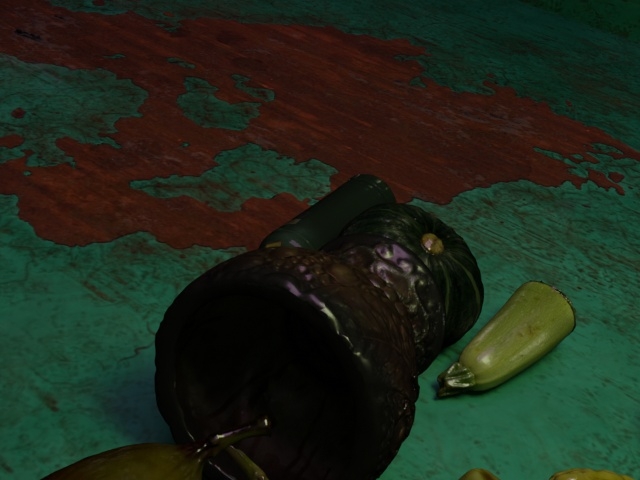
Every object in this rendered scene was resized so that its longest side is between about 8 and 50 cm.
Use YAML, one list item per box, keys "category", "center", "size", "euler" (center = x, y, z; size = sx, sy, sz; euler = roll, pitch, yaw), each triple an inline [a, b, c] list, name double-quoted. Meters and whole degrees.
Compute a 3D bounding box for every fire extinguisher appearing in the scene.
- category: "fire extinguisher"
  center: [0.000, 0.000, 1.204]
  size: [0.114, 0.095, 0.311]
  euler: [-14, 16, 41]

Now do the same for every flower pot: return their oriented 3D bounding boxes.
- category: "flower pot"
  center: [0.002, 0.118, 0.920]
  size: [0.266, 0.267, 0.267]
  euler: [25, 25, 21]

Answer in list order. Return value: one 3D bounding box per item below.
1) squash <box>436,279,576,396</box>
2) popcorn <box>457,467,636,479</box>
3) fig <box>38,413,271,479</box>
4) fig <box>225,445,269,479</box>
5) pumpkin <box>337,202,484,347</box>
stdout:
- category: "squash"
  center: [0.226, 0.138, 1.096]
  size: [0.224, 0.094, 0.094]
  euler: [-30, 50, -33]
- category: "popcorn"
  center: [0.264, 0.308, 0.776]
  size: [0.225, 0.174, 0.286]
  euler: [0, 22, -42]
- category: "fig"
  center: [-0.153, 0.236, 0.730]
  size: [0.274, 0.146, 0.170]
  euler: [-40, 50, -20]
- category: "fig"
  center: [-0.024, 0.276, 0.746]
  size: [0.159, 0.159, 0.257]
  euler: [-12, 43, -29]
- category: "pumpkin"
  center: [0.111, 0.049, 1.122]
  size: [0.211, 0.152, 0.212]
  euler: [13, 43, -12]
